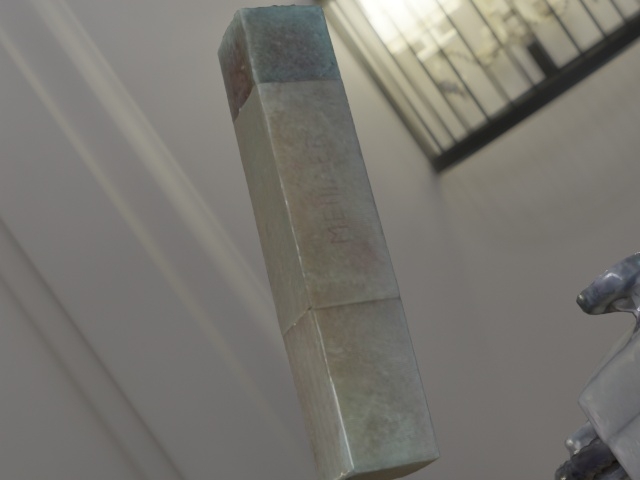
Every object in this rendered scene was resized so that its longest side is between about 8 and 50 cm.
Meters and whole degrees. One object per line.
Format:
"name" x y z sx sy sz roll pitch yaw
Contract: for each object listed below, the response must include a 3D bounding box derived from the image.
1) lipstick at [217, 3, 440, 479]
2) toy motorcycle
"lipstick" 0.000 0.000 0.975 0.076 0.371 0.080 -6 -19 -22
"toy motorcycle" 0.205 0.047 0.600 0.171 0.110 0.260 -27 -20 -24
